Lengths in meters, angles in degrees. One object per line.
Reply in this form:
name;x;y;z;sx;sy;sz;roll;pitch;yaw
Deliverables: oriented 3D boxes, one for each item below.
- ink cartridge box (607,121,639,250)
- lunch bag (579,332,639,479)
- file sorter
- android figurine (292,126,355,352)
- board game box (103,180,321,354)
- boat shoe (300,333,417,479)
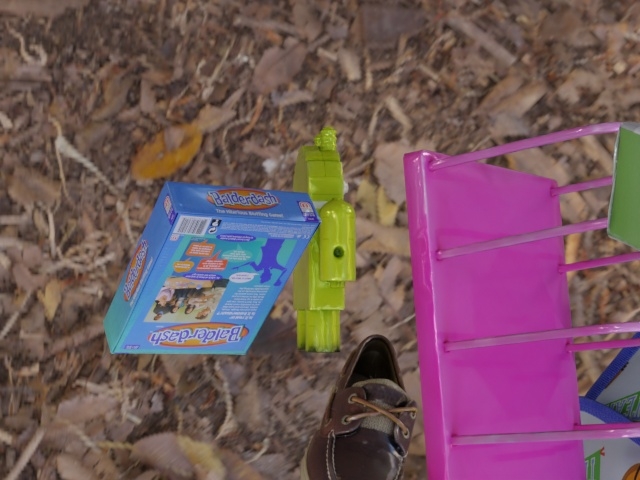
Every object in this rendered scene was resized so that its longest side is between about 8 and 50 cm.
ink cartridge box;0.231;-0.004;0.517;0.109;0.209;0.062;-3;108;-18
lunch bag;0.381;0.225;1.033;0.385;0.328;0.239;-47;117;-5
file sorter;0.202;0.073;0.858;0.202;0.182;0.290;6;77;-49
android figurine;0.000;0.000;1.420;0.056;0.248;0.273;2;85;-8
board game box;-0.114;0.034;1.192;0.160;0.210;0.047;4;44;-31
boat shoe;0.056;0.220;1.408;0.123;0.342;0.123;17;112;1
